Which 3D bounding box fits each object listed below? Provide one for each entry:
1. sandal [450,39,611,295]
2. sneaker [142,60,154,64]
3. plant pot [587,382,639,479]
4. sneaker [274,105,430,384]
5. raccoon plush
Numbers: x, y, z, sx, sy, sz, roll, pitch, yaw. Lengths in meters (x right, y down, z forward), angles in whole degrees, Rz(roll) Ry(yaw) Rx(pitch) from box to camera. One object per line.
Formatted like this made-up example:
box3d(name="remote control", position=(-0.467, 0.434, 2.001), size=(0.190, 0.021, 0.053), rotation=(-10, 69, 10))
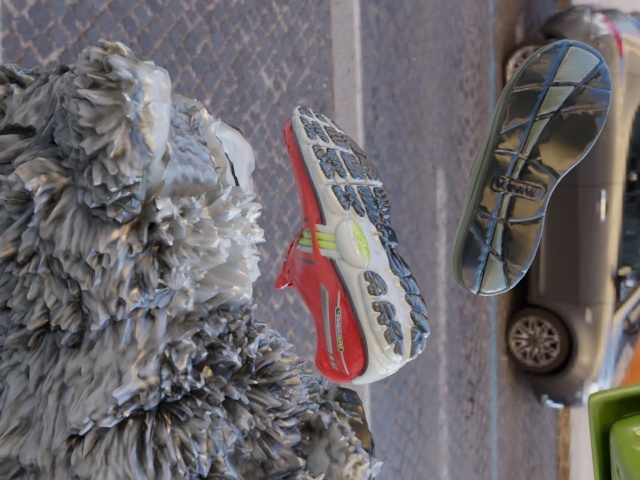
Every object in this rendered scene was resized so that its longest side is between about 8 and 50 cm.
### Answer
box3d(name="sandal", position=(0.219, -0.085, 0.907), size=(0.120, 0.086, 0.302), rotation=(22, 101, -15))
box3d(name="sneaker", position=(-0.340, -0.167, 1.141), size=(0.323, 0.236, 0.130), rotation=(-113, -172, -66))
box3d(name="plant pot", position=(0.329, 0.218, 0.606), size=(0.207, 0.227, 0.228), rotation=(-92, 171, -75))
box3d(name="sneaker", position=(0.000, 0.000, 0.743), size=(0.107, 0.118, 0.279), rotation=(17, 50, -49))
box3d(name="raccoon plush", position=(-0.121, 0.114, 0.365), size=(0.446, 0.216, 0.299), rotation=(-75, 149, -45))
